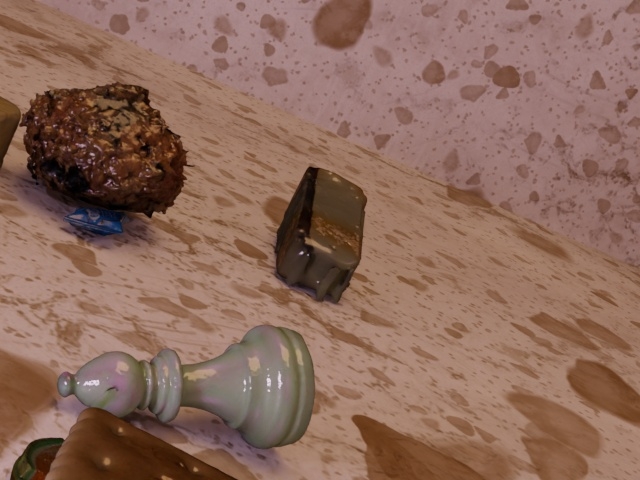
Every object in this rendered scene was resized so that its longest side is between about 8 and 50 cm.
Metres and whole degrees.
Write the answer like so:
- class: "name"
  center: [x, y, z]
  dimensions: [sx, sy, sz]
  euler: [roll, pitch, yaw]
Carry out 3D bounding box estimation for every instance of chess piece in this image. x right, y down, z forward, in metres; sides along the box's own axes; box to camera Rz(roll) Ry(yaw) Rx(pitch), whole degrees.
- class: "chess piece"
  center: [-0.152, 0.158, 1.278]
  dimensions: [0.271, 0.139, 0.139]
  euler: [4, 24, -27]

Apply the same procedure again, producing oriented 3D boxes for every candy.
- class: "candy"
  center: [-0.329, -0.030, 1.751]
  dimensions: [0.088, 0.038, 0.136]
  euler: [11, 9, -4]

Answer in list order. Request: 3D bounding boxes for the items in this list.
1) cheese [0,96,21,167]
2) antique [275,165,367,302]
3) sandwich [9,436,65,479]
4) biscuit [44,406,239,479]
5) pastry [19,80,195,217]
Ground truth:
- class: "cheese"
  center: [-0.618, -0.178, 1.638]
  dimensions: [0.384, 0.104, 0.384]
  euler: [24, 15, -7]
- class: "antique"
  center: [0.000, 0.000, 2.023]
  dimensions: [0.125, 0.150, 0.284]
  euler: [24, 23, -9]
- class: "sandwich"
  center: [-0.239, 0.210, 1.088]
  dimensions: [0.067, 0.029, 0.135]
  euler: [32, 14, 26]
- class: "biscuit"
  center: [-0.092, 0.267, 1.054]
  dimensions: [0.325, 0.044, 0.217]
  euler: [29, 15, -7]
- class: "pastry"
  center: [-0.326, -0.148, 1.796]
  dimensions: [0.275, 0.193, 0.275]
  euler: [16, 0, 0]
